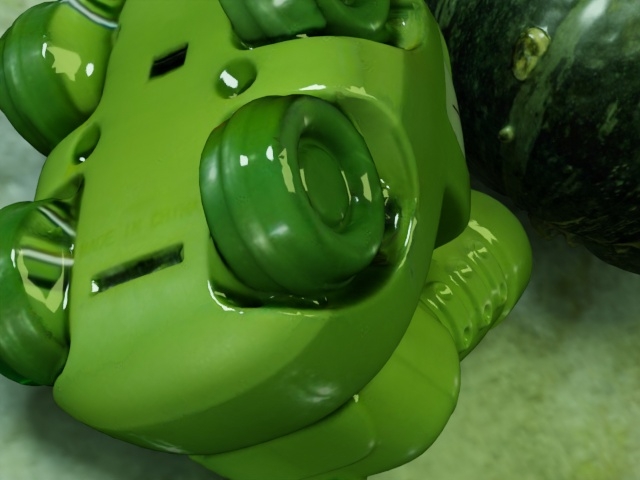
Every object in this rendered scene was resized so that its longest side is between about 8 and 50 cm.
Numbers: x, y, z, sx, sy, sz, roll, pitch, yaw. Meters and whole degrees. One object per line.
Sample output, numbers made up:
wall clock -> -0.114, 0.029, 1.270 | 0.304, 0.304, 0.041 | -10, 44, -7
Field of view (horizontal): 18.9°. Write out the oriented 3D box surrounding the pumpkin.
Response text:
pumpkin -> 0.122, -0.067, 0.763 | 0.190, 0.190, 0.146 | 44, 87, 3

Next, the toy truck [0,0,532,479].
toy truck -> -0.010, 0.003, 0.648 | 0.210, 0.148, 0.187 | 52, 35, -26
